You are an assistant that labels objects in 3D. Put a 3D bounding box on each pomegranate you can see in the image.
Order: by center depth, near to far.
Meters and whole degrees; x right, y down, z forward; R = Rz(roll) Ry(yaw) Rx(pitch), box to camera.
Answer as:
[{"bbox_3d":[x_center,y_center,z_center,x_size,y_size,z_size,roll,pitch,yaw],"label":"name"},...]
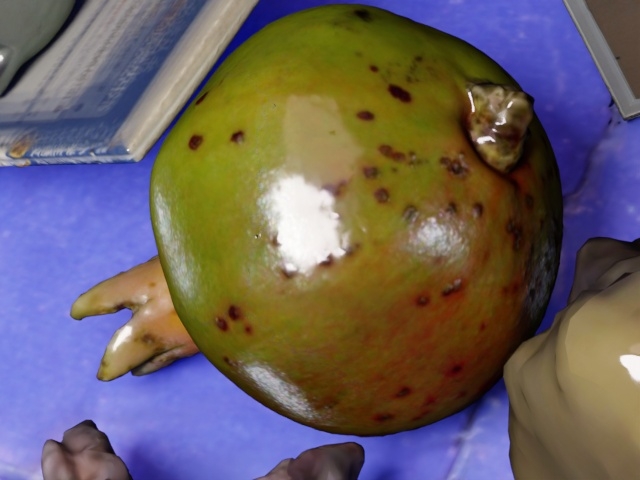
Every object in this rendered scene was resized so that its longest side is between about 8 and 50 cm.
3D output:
[{"bbox_3d":[-0.009,-0.001,0.825,0.246,0.198,0.198,-17,52,5],"label":"pomegranate"}]

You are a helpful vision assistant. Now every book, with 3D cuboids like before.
[{"bbox_3d":[-0.137,-0.125,0.969,0.322,0.018,0.228,3,54,47],"label":"book"}]

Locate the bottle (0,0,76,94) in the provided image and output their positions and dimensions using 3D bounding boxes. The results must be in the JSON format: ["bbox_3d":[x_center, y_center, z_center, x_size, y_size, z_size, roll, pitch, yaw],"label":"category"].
[{"bbox_3d":[-0.280,-0.151,0.967,0.347,0.168,0.168,2,53,35],"label":"bottle"}]

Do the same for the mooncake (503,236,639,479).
[{"bbox_3d":[0.251,-0.015,0.734,0.394,0.246,0.393,-17,60,1],"label":"mooncake"}]

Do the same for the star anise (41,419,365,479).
[{"bbox_3d":[-0.077,0.204,0.735,0.331,0.117,0.332,-5,58,8],"label":"star anise"}]

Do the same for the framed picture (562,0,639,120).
[{"bbox_3d":[0.228,-0.142,0.986,0.183,0.011,0.142,-18,52,-1],"label":"framed picture"}]
